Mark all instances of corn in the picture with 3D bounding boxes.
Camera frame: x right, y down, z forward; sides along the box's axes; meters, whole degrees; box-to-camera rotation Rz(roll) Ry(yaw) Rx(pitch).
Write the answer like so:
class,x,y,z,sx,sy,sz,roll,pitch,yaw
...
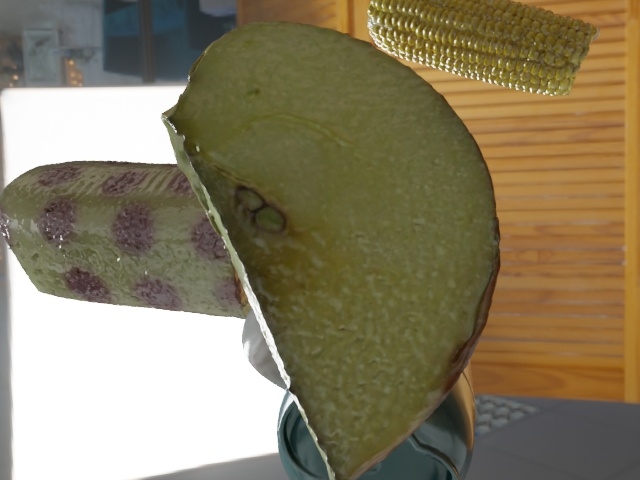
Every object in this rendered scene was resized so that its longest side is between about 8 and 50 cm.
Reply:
class,x,y,z,sx,sy,sz,roll,pitch,yaw
corn,0.167,-0.222,0.784,0.244,0.093,0.093,23,-164,21

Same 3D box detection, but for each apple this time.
class,x,y,z,sx,sy,sz,roll,pitch,yaw
apple,0.000,0.000,0.567,0.179,0.346,0.254,-8,153,-44

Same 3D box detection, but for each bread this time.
class,x,y,z,sx,sy,sz,roll,pitch,yaw
bread,-0.235,-0.002,0.939,0.338,0.187,0.155,5,-137,21

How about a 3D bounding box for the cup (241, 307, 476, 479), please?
class,x,y,z,sx,sy,sz,roll,pitch,yaw
cup,0.040,0.162,0.825,0.290,0.219,0.257,38,-162,-4
